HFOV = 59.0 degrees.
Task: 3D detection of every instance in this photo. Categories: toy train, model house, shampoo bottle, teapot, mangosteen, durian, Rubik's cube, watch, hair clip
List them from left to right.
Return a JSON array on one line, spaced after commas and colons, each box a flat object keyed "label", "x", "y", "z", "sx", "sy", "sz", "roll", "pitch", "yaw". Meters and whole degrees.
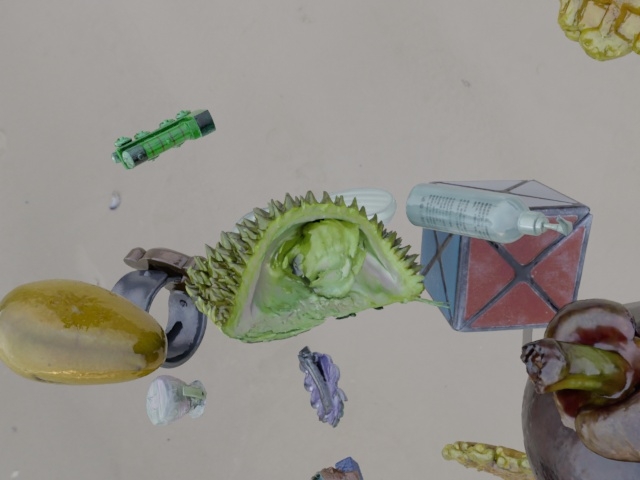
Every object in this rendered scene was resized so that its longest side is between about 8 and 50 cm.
[{"label": "toy train", "x": -0.376, "y": -0.243, "z": 1.358, "sx": 0.251, "sy": 0.085, "sz": 0.119, "roll": -35, "pitch": 29, "yaw": -26}, {"label": "watch", "x": -0.454, "y": 0.218, "z": 1.682, "sx": 0.314, "sy": 0.335, "sz": 0.327, "roll": 6, "pitch": 65, "yaw": 28}, {"label": "teapot", "x": -0.182, "y": 0.206, "z": 0.740, "sx": 0.083, "sy": 0.064, "sz": 0.064, "roll": -30, "pitch": 60, "yaw": 38}, {"label": "durian", "x": -0.010, "y": 0.036, "z": 0.697, "sx": 0.157, "sy": 0.355, "sz": 0.169, "roll": -35, "pitch": 65, "yaw": 44}, {"label": "hair clip", "x": -0.002, "y": 0.312, "z": 1.233, "sx": 0.124, "sy": 0.052, "sz": 0.195, "roll": -61, "pitch": 43, "yaw": 35}, {"label": "model house", "x": 0.053, "y": 0.633, "z": 1.498, "sx": 0.148, "sy": 0.148, "sz": 0.119, "roll": 2, "pitch": 39, "yaw": -14}, {"label": "shampoo bottle", "x": 0.183, "y": -0.027, "z": 0.624, "sx": 0.195, "sy": 0.056, "sz": 0.056, "roll": 17, "pitch": 84, "yaw": 48}, {"label": "Rubik's cube", "x": 0.360, "y": 0.022, "z": 1.164, "sx": 0.255, "sy": 0.260, "sz": 0.259, "roll": -1, "pitch": 108, "yaw": -5}, {"label": "mangosteen", "x": 0.349, "y": 0.179, "z": 0.577, "sx": 0.297, "sy": 0.297, "sz": 0.293, "roll": -29, "pitch": 87, "yaw": 9}]

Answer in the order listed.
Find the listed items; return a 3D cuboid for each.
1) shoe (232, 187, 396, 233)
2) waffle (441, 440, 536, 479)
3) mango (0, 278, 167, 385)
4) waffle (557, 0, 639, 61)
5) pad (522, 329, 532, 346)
[{"label": "shoe", "x": 0.000, "y": 0.000, "z": 1.180, "sx": 0.363, "sy": 0.160, "sz": 0.132, "roll": -9, "pitch": 36, "yaw": 26}, {"label": "waffle", "x": 0.415, "y": 0.471, "z": 1.162, "sx": 0.301, "sy": 0.281, "sz": 0.058, "roll": 19, "pitch": 69, "yaw": -5}, {"label": "mango", "x": -0.274, "y": 0.112, "z": 0.653, "sx": 0.195, "sy": 0.137, "sz": 0.098, "roll": 21, "pitch": 118, "yaw": -2}, {"label": "waffle", "x": 0.301, "y": -0.266, "z": 0.455, "sx": 0.238, "sy": 0.059, "sz": 0.243, "roll": -17, "pitch": 84, "yaw": 38}, {"label": "pad", "x": 0.583, "y": 0.208, "z": 1.581, "sx": 0.003, "sy": 0.143, "sz": 0.211, "roll": 4, "pitch": 89, "yaw": 10}]
